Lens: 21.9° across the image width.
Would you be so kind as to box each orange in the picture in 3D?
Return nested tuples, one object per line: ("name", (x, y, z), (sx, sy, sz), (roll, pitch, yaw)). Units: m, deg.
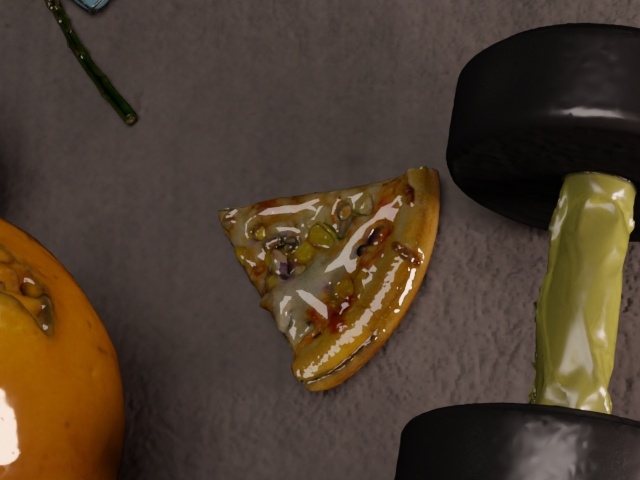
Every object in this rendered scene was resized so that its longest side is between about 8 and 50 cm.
("orange", (-0.281, 0.120, 1.093), (0.312, 0.312, 0.312), (-6, 67, 15))

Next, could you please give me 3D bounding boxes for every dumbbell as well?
("dumbbell", (0.164, 0.046, 1.036), (0.203, 0.204, 0.323), (3, 69, 18))

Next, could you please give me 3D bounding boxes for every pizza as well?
("pizza", (0.000, 0.000, 1.200), (0.176, 0.036, 0.185), (36, 82, 26))

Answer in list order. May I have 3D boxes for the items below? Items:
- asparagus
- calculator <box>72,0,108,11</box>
("asparagus", (-0.191, -0.152, 1.333), (0.016, 0.016, 0.163), (-48, 60, 24))
("calculator", (-0.228, -0.251, 1.381), (0.172, 0.018, 0.057), (38, 84, 26))
